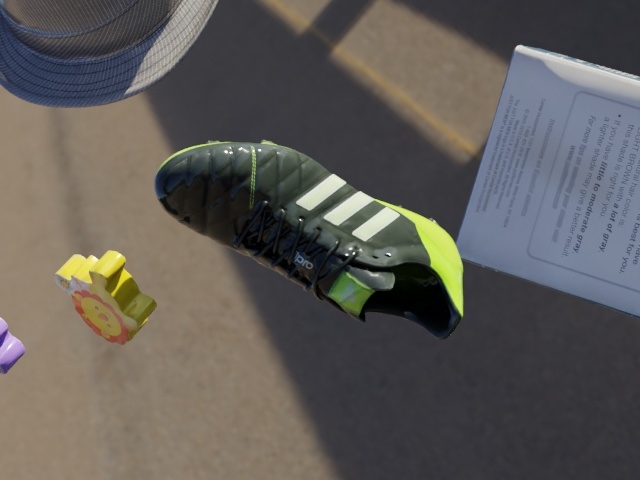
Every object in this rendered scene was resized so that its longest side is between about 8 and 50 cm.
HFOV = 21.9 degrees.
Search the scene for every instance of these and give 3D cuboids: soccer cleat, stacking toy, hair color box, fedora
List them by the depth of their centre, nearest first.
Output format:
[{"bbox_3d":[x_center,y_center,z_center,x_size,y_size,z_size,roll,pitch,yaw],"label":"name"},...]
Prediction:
[{"bbox_3d":[-0.191,0.011,0.779,0.052,0.221,0.167,0,39,47],"label":"stacking toy"},{"bbox_3d":[0.000,0.000,0.844,0.060,0.179,0.072,-54,30,32],"label":"soccer cleat"},{"bbox_3d":[0.295,-0.019,1.262,0.105,0.347,0.174,-18,-55,-73],"label":"hair color box"},{"bbox_3d":[-0.192,-0.255,1.316,0.243,0.124,0.275,7,68,26],"label":"fedora"}]
